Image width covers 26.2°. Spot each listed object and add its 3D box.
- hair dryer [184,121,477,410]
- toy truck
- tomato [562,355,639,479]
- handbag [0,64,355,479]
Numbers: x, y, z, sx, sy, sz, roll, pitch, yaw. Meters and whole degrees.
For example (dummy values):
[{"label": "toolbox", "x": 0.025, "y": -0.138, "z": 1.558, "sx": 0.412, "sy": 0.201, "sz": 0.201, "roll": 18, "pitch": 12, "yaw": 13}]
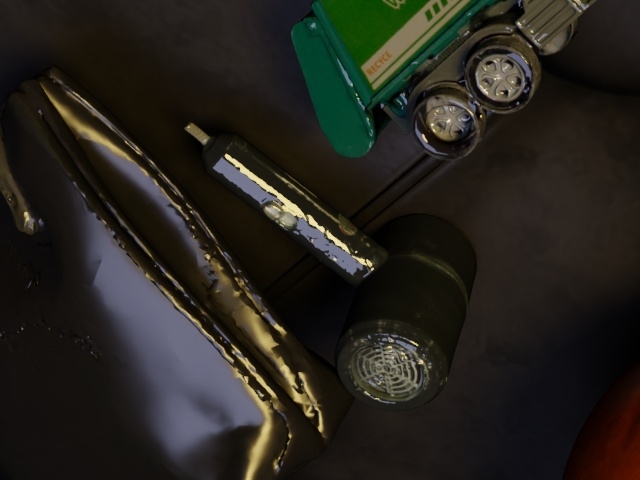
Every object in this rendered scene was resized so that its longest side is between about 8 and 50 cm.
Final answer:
[{"label": "hair dryer", "x": 0.000, "y": 0.000, "z": 0.856, "sx": 0.219, "sy": 0.124, "sz": 0.071, "roll": 40, "pitch": 126, "yaw": -10}, {"label": "toy truck", "x": 0.093, "y": -0.139, "z": 0.729, "sx": 0.124, "sy": 0.114, "sz": 0.253, "roll": 44, "pitch": 126, "yaw": -5}, {"label": "tomato", "x": 0.296, "y": 0.178, "z": 0.805, "sx": 0.322, "sy": 0.321, "sz": 0.321, "roll": 8, "pitch": 129, "yaw": 10}, {"label": "handbag", "x": -0.171, "y": 0.043, "z": 0.917, "sx": 0.342, "sy": 0.152, "sz": 0.288, "roll": -17, "pitch": 112, "yaw": 44}]
